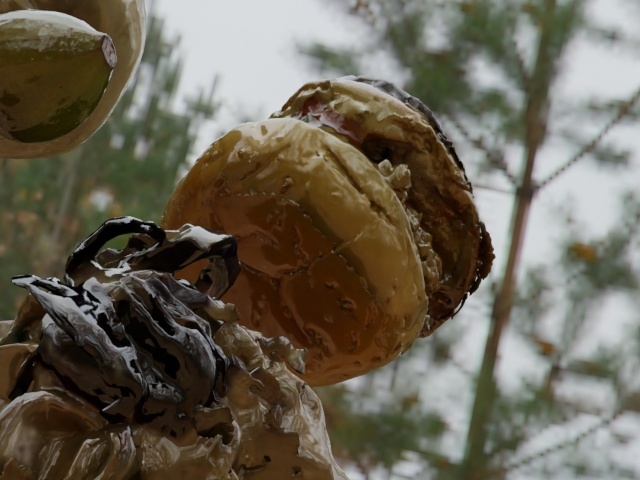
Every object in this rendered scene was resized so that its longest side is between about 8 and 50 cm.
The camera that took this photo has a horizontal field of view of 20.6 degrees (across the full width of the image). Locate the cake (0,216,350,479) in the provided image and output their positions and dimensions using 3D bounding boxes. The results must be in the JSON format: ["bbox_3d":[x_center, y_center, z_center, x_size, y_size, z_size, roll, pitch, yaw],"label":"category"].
[{"bbox_3d":[-0.150,0.141,1.145,0.332,0.321,0.332,3,6,0],"label":"cake"}]

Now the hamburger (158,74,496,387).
[{"bbox_3d":[0.000,0.000,1.374,0.244,0.244,0.163,-6,15,46],"label":"hamburger"}]

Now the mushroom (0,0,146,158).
[{"bbox_3d":[-0.298,-0.151,1.472,0.314,0.336,0.314,2,-42,2],"label":"mushroom"}]

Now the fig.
[{"bbox_3d":[-0.148,-0.092,0.952,0.088,0.074,0.074,-12,-28,29],"label":"fig"}]
